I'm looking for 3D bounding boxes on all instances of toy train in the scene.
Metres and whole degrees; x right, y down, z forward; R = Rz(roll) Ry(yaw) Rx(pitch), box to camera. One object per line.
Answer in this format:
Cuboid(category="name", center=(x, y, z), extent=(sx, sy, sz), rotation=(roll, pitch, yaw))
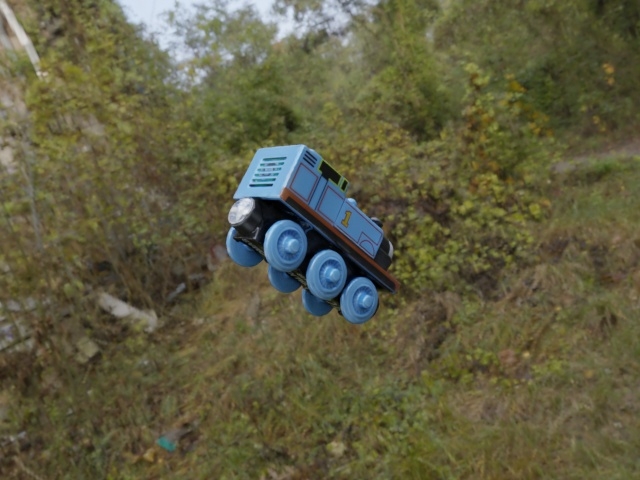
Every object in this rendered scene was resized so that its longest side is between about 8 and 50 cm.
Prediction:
Cuboid(category="toy train", center=(0.000, 0.000, 0.618), extent=(0.080, 0.184, 0.105), rotation=(5, 64, 49))
